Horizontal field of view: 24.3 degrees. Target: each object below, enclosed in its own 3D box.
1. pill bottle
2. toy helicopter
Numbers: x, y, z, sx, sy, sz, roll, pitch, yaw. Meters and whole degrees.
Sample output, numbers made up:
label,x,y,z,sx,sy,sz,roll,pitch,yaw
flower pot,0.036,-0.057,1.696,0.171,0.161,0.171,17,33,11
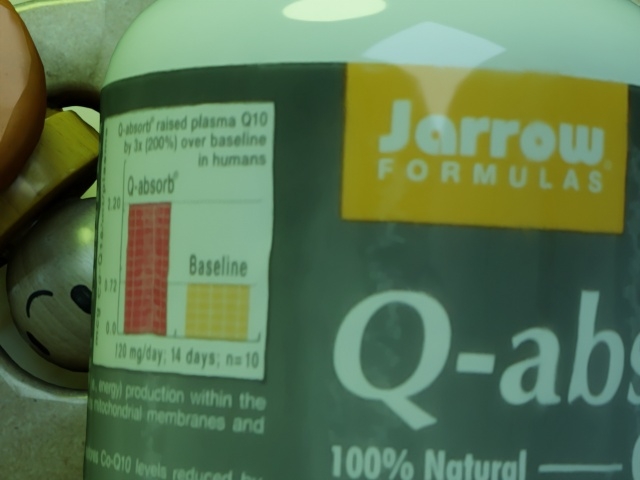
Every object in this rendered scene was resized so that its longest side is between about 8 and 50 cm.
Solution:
label,x,y,z,sx,sy,sz,roll,pitch,yaw
pill bottle,0.019,0.017,0.404,0.162,0.162,0.278,2,89,-10
toy helicopter,0.000,0.000,0.528,0.355,0.140,0.235,-15,85,-7
